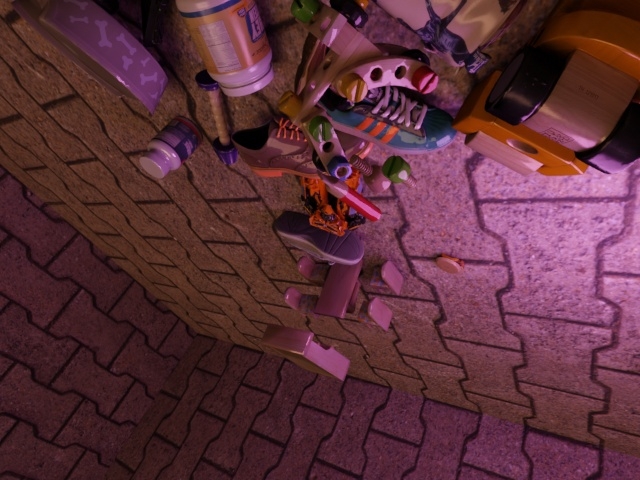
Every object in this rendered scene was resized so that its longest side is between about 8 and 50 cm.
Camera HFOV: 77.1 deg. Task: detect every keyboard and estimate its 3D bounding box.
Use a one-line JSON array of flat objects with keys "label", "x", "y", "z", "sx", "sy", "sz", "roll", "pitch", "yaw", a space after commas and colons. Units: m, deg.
[{"label": "keyboard", "x": -0.316, "y": -0.501, "z": 0.789, "sx": 0.033, "sy": 0.201, "sz": 0.317, "roll": -1, "pitch": 164, "yaw": -30}]

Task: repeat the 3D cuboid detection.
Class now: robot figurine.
[{"label": "robot figurine", "x": 0.029, "y": -0.118, "z": 1.134, "sx": 0.211, "sy": 0.085, "sz": 0.290, "roll": 21, "pitch": 148, "yaw": 14}]

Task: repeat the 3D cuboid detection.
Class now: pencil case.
[{"label": "pencil case", "x": 0.099, "y": -0.416, "z": 0.578, "sx": 0.411, "sy": 0.159, "sz": 0.183, "roll": 32, "pitch": 135, "yaw": -5}]

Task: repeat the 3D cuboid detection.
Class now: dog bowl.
[{"label": "dog bowl", "x": -0.526, "y": -0.454, "z": 0.961, "sx": 0.349, "sy": 0.102, "sz": 0.349, "roll": 35, "pitch": 173, "yaw": 5}]

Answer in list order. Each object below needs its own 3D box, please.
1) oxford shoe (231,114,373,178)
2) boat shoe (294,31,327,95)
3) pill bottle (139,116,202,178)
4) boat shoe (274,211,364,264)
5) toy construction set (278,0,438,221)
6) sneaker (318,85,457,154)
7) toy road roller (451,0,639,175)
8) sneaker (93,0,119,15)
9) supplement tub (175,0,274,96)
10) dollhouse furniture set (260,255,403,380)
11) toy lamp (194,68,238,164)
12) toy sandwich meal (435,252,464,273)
[{"label": "oxford shoe", "x": -0.054, "y": -0.229, "z": 0.954, "sx": 0.364, "sy": 0.129, "sz": 0.133, "roll": -3, "pitch": 155, "yaw": 29}, {"label": "boat shoe", "x": -0.008, "y": -0.370, "z": 0.834, "sx": 0.060, "sy": 0.064, "sz": 0.178, "roll": 3, "pitch": 155, "yaw": -16}, {"label": "pill bottle", "x": -0.446, "y": -0.273, "z": 1.193, "sx": 0.108, "sy": 0.180, "sz": 0.107, "roll": 21, "pitch": 148, "yaw": 14}, {"label": "boat shoe", "x": -0.002, "y": 0.002, "z": 1.313, "sx": 0.321, "sy": 0.118, "sz": 0.103, "roll": 19, "pitch": 154, "yaw": 23}, {"label": "toy construction set", "x": 0.020, "y": -0.209, "z": 0.599, "sx": 0.258, "sy": 0.308, "sz": 0.237, "roll": -23, "pitch": 146, "yaw": 34}, {"label": "sneaker", "x": 0.123, "y": -0.261, "z": 0.806, "sx": 0.303, "sy": 0.108, "sz": 0.121, "roll": 19, "pitch": 169, "yaw": 18}, {"label": "toy road roller", "x": 0.375, "y": -0.244, "z": 0.623, "sx": 0.203, "sy": 0.240, "sz": 0.329, "roll": 28, "pitch": -174, "yaw": 0}, {"label": "sneaker", "x": -0.509, "y": -0.604, "z": 0.855, "sx": 0.130, "sy": 0.087, "sz": 0.227, "roll": 9, "pitch": 139, "yaw": 39}, {"label": "supplement tub", "x": -0.184, "y": -0.415, "z": 0.816, "sx": 0.145, "sy": 0.144, "sz": 0.199, "roll": 11, "pitch": 145, "yaw": 26}, {"label": "dollhouse furniture set", "x": 0.015, "y": 0.212, "z": 1.315, "sx": 0.363, "sy": 0.393, "sz": 0.256, "roll": 2, "pitch": 149, "yaw": 38}, {"label": "toy lamp", "x": -0.273, "y": -0.320, "z": 1.088, "sx": 0.080, "sy": 0.080, "sz": 0.274, "roll": 19, "pitch": 147, "yaw": 15}, {"label": "toy sandwich meal", "x": 0.382, "y": 0.068, "z": 1.182, "sx": 0.086, "sy": 0.029, "sz": 0.085, "roll": 29, "pitch": 159, "yaw": 13}]
